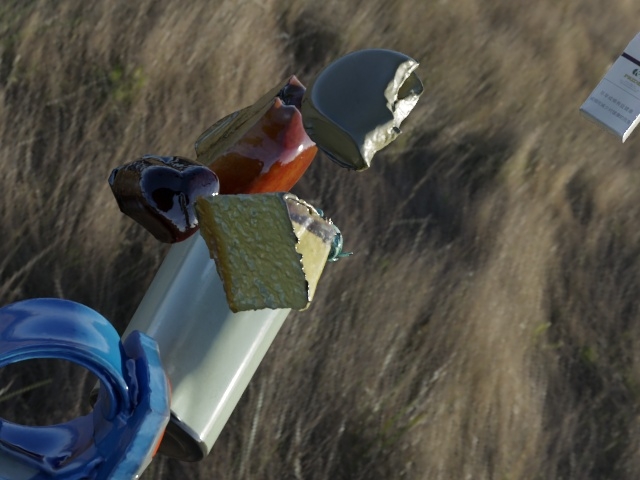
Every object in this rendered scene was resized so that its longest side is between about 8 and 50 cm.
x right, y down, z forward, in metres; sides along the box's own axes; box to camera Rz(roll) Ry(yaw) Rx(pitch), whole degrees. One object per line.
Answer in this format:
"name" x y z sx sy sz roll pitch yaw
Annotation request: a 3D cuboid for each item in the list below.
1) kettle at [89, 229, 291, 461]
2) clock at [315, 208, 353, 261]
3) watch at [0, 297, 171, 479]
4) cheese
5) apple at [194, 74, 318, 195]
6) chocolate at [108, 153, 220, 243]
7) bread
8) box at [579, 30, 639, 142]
"kettle" -0.236 0.193 1.710 0.250 0.361 0.376 33 59 -9
"clock" 0.000 0.000 1.935 0.135 0.101 0.041 45 47 -22
"watch" -0.378 0.239 1.306 0.275 0.305 0.241 30 14 -27
"cheese" 0.069 -0.222 1.512 0.175 0.202 0.091 42 -10 27
"apple" -0.168 -0.209 2.124 0.295 0.365 0.328 17 49 -50
"chocolate" -0.210 -0.057 1.325 0.149 0.080 0.125 1 93 -35
"bread" -0.074 0.005 1.139 0.152 0.147 0.127 52 46 -40
"box" 0.484 -0.240 1.489 0.084 0.154 0.040 39 2 22
